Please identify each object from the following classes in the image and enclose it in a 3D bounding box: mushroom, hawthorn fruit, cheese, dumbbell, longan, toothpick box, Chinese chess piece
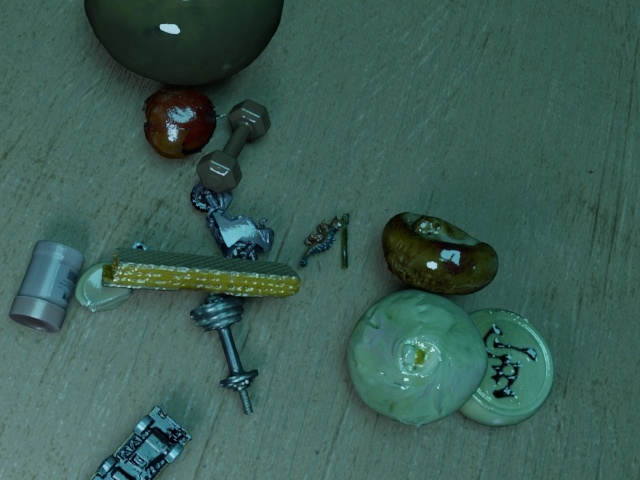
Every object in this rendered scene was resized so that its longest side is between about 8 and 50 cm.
[{"bbox_3d":[0.247,0.030,1.793,0.253,0.253,0.153,19,104,-10],"label":"mushroom"},{"bbox_3d":[-0.278,-0.243,1.762,0.172,0.148,0.148,-9,75,-12],"label":"hawthorn fruit"},{"bbox_3d":[-0.398,0.075,1.675,0.171,0.047,0.092,-31,84,-24],"label":"cheese"},{"bbox_3d":[-0.175,0.214,1.671,0.110,0.110,0.255,-16,83,-21],"label":"dumbbell"},{"bbox_3d":[-0.178,-0.197,1.782,0.082,0.092,0.231,4,46,22],"label":"dumbbell"},{"bbox_3d":[-0.271,-0.490,1.746,0.404,0.336,0.405,-2,49,3],"label":"longan"},{"bbox_3d":[-0.512,0.086,1.608,0.098,0.098,0.149,18,68,-11],"label":"toothpick box"},{"bbox_3d":[0.371,0.267,1.816,0.250,0.101,0.250,5,70,-15],"label":"Chinese chess piece"}]

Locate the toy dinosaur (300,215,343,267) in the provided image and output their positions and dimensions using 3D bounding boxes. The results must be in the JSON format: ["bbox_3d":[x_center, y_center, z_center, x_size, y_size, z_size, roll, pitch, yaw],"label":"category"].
[{"bbox_3d":[0.000,0.000,1.821,0.055,0.049,0.154,41,61,-4],"label":"toy dinosaur"}]

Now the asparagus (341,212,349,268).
[{"bbox_3d":[0.054,0.000,1.855,0.018,0.015,0.127,11,70,-23],"label":"asparagus"}]

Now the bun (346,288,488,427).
[{"bbox_3d":[0.178,0.217,1.686,0.283,0.179,0.283,-7,64,15],"label":"bun"}]

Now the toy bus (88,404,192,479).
[{"bbox_3d":[-0.338,0.407,1.545,0.098,0.114,0.201,42,60,-1],"label":"toy bus"}]

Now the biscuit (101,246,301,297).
[{"bbox_3d":[-0.227,0.064,1.660,0.378,0.094,0.054,6,107,-17],"label":"biscuit"}]

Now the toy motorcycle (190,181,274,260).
[{"bbox_3d":[-0.175,-0.040,1.765,0.122,0.080,0.215,-26,79,-22],"label":"toy motorcycle"}]
